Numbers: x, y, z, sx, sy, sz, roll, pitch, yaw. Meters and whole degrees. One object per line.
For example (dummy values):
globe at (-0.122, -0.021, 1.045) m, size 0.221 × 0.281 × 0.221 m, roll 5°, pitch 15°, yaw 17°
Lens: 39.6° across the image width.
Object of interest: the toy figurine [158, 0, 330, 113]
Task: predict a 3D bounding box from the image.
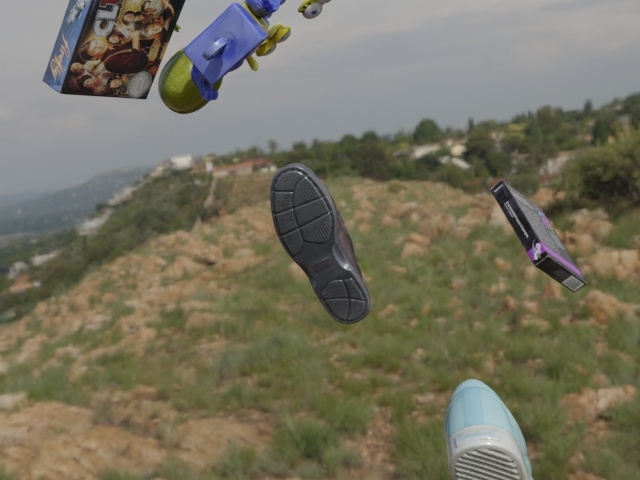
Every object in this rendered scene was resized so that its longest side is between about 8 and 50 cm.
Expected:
toy figurine at (-0.161, -0.301, 1.269) m, size 0.363 × 0.191 × 0.217 m, roll -34°, pitch 20°, yaw 25°

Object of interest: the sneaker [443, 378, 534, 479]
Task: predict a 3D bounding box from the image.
sneaker at (0.261, 0.341, 1.316) m, size 0.135 × 0.365 × 0.150 m, roll -5°, pitch 44°, yaw 10°

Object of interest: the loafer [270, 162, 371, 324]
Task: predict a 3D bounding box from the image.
loafer at (0.000, 0.000, 1.524) m, size 0.109 × 0.302 × 0.095 m, roll -21°, pitch 18°, yaw 14°

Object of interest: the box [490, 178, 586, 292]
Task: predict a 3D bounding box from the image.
box at (0.319, -0.008, 1.307) m, size 0.029 × 0.162 × 0.116 m, roll -40°, pitch -46°, yaw 23°

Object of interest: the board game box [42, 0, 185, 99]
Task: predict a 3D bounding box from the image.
board game box at (-0.270, -0.314, 1.226) m, size 0.042 × 0.243 × 0.165 m, roll 39°, pitch 26°, yaw 26°
